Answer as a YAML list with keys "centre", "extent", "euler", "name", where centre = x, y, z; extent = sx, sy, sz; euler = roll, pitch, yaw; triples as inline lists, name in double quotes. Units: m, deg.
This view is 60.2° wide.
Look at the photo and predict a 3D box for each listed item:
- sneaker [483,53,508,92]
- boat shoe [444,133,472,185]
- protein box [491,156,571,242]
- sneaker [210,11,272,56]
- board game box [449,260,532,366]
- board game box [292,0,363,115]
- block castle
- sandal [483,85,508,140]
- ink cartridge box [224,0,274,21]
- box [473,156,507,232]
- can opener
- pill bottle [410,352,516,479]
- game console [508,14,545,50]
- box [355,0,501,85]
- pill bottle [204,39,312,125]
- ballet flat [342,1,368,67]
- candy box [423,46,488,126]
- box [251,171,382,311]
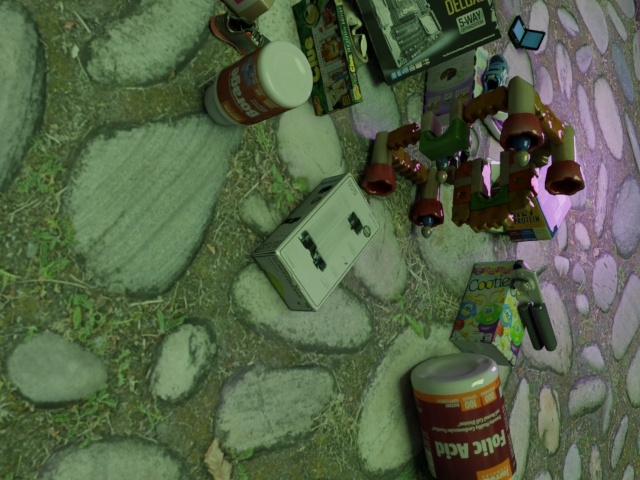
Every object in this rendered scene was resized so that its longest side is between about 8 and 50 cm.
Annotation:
- centre: [0.476, -0.448, 1.504]
  extent: [0.059, 0.053, 0.144]
  euler: [22, 70, -48]
  name: "sneaker"
- centre: [0.428, -0.249, 1.654]
  extent: [0.075, 0.065, 0.206]
  euler: [44, 58, -31]
  name: "boat shoe"
- centre: [0.663, -0.134, 1.734]
  extent: [0.200, 0.136, 0.201]
  euler: [-46, 115, -35]
  name: "protein box"
- centre: [-0.147, -0.421, 1.143]
  extent: [0.158, 0.065, 0.061]
  euler: [12, 77, -41]
  name: "sneaker"
- centre: [0.516, 0.213, 1.635]
  extent: [0.144, 0.142, 0.275]
  euler: [44, 59, -31]
  name: "board game box"
- centre: [0.014, -0.424, 1.245]
  extent: [0.030, 0.136, 0.259]
  euler: [-17, 97, -39]
  name: "board game box"
- centre: [0.356, -0.165, 1.326]
  extent: [0.303, 0.453, 0.212]
  euler: [28, 60, -38]
  name: "block castle"
- centre: [0.591, -0.446, 1.799]
  extent: [0.416, 0.102, 0.169]
  euler: [31, 66, -37]
  name: "sandal"
- centre: [-0.172, -0.601, 1.124]
  extent: [0.235, 0.088, 0.193]
  euler: [39, 60, -34]
  name: "ink cartridge box"
- centre: [0.617, -0.133, 1.822]
  extent: [0.322, 0.059, 0.232]
  euler: [5, 82, -41]
  name: "box"
- centre: [0.617, 0.189, 1.582]
  extent: [0.093, 0.074, 0.280]
  euler: [-35, 110, -40]
  name: "can opener"
- centre: [0.375, 0.510, 1.419]
  extent: [0.224, 0.224, 0.392]
  euler: [-17, 97, -42]
  name: "pill bottle"
- centre: [0.748, -0.752, 1.997]
  extent: [0.107, 0.071, 0.122]
  euler: [49, 55, -28]
  name: "game console"
- centre: [0.266, -0.565, 1.380]
  extent: [0.076, 0.308, 0.242]
  euler: [-91, 159, -64]
  name: "box"
- centre: [-0.126, -0.286, 1.046]
  extent: [0.121, 0.216, 0.121]
  euler: [6, 81, -42]
  name: "pill bottle"
- centre: [0.089, -0.519, 1.379]
  extent: [0.057, 0.052, 0.168]
  euler: [-16, 96, -40]
  name: "ballet flat"
- centre: [0.382, -0.437, 1.564]
  extent: [0.070, 0.165, 0.196]
  euler: [18, 74, -42]
  name: "candy box"
- centre: [0.000, 0.000, 1.220]
  extent: [0.290, 0.087, 0.169]
  euler: [-50, 118, -34]
  name: "box"
